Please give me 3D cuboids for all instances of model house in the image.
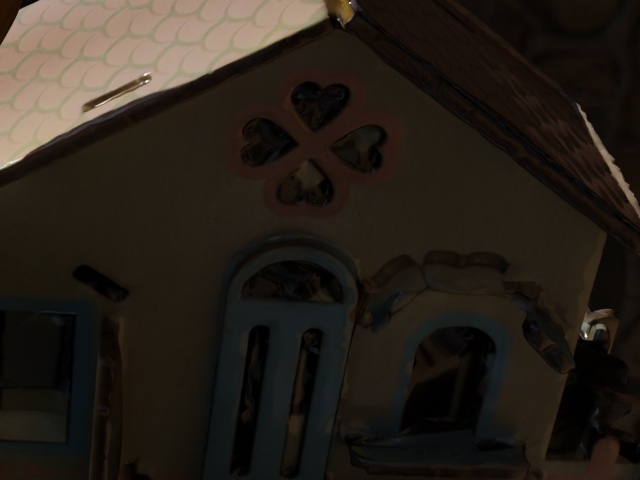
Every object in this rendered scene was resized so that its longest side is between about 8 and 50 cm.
[{"bbox_3d":[0.000,0.000,0.605,0.169,0.326,0.244,-100,16,-59],"label":"model house"}]

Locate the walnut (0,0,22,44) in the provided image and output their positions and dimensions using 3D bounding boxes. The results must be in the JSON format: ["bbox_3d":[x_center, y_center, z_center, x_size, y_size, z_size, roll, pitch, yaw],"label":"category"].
[{"bbox_3d":[-0.169,-0.116,0.428,0.165,0.165,0.197,-95,-12,-76],"label":"walnut"}]
